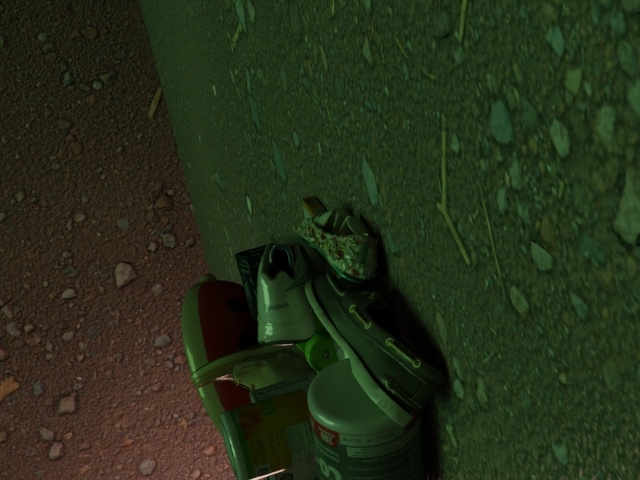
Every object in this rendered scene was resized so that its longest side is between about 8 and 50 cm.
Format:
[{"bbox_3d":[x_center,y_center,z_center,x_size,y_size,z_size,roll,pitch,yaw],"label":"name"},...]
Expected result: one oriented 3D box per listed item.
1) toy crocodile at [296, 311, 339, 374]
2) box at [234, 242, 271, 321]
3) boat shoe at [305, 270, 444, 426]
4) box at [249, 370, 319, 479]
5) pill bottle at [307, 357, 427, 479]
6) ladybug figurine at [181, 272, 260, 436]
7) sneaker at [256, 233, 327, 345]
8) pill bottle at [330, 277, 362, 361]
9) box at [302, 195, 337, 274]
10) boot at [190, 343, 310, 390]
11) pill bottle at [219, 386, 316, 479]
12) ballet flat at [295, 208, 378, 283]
[{"bbox_3d":[0.032,0.232,1.692,0.115,0.105,0.341,-136,29,-68],"label":"toy crocodile"},{"bbox_3d":[-0.115,0.095,2.145,0.156,0.093,0.158,-175,69,-76],"label":"box"},{"bbox_3d":[0.071,0.129,1.365,0.109,0.091,0.305,41,-172,-39],"label":"boat shoe"},{"bbox_3d":[-0.038,0.419,2.018,0.087,0.169,0.290,-125,24,-56],"label":"box"},{"bbox_3d":[0.075,0.326,1.444,0.161,0.161,0.283,-125,24,-57],"label":"pill bottle"},{"bbox_3d":[-0.171,0.282,2.285,0.305,0.162,0.449,-26,-88,-64],"label":"ladybug figurine"},{"bbox_3d":[-0.045,0.049,1.556,0.297,0.111,0.129,-88,-9,-66],"label":"sneaker"},{"bbox_3d":[0.050,0.129,1.513,0.078,0.078,0.137,111,142,-69],"label":"pill bottle"},{"bbox_3d":[0.000,0.000,1.695,0.081,0.028,0.136,-126,22,-58],"label":"box"},{"bbox_3d":[-0.132,0.331,2.112,0.095,0.262,0.203,131,122,-77],"label":"boot"},{"bbox_3d":[-0.054,0.354,1.834,0.136,0.245,0.136,165,90,-77],"label":"pill bottle"},{"bbox_3d":[0.032,-0.004,1.479,0.241,0.091,0.077,38,111,63],"label":"ballet flat"}]
